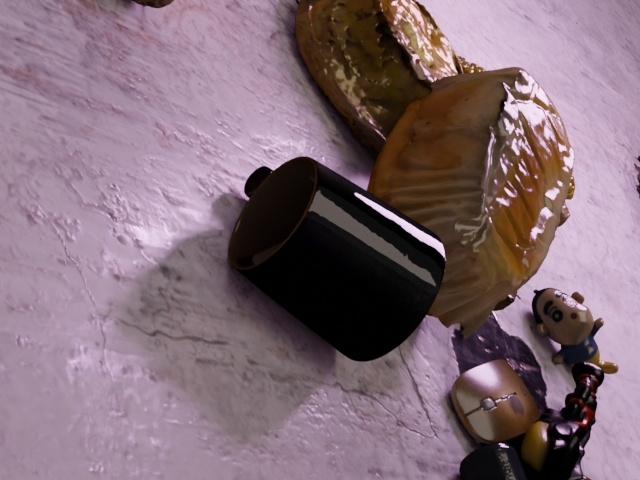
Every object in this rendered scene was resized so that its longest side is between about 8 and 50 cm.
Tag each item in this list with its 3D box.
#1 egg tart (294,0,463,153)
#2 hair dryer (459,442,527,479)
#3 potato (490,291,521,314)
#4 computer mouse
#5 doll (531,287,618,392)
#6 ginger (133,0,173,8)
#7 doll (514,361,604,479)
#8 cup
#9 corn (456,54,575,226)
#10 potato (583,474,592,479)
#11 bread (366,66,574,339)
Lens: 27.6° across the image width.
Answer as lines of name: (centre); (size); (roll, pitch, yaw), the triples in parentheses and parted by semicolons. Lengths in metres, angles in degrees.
egg tart: (0.108, -0.249, 1.867); (0.341, 0.129, 0.341); (41, 31, -31)
hair dryer: (0.156, 0.288, 1.429); (0.219, 0.071, 0.124); (10, 50, -44)
potato: (0.228, -0.014, 1.836); (0.138, 0.098, 0.243); (37, 47, -12)
computer mouse: (0.229, 0.204, 1.649); (0.199, 0.045, 0.102); (0, 58, -59)
doll: (0.373, 0.140, 1.922); (0.179, 0.102, 0.089); (50, -16, -4)
ginger: (-0.197, -0.353, 1.528); (0.104, 0.080, 0.204); (42, 28, -37)
doll: (0.287, 0.252, 1.599); (0.248, 0.088, 0.127); (-53, 132, -46)
cup: (-0.006, 0.015, 1.413); (0.177, 0.239, 0.166); (34, 76, -27)
corn: (0.293, -0.157, 2.082); (0.322, 0.119, 0.119); (51, 26, 5)
potato: (0.344, 0.372, 1.610); (0.105, 0.085, 0.188); (24, 36, -49)
bread: (0.189, -0.070, 1.674); (0.236, 0.183, 0.388); (57, 39, -21)
